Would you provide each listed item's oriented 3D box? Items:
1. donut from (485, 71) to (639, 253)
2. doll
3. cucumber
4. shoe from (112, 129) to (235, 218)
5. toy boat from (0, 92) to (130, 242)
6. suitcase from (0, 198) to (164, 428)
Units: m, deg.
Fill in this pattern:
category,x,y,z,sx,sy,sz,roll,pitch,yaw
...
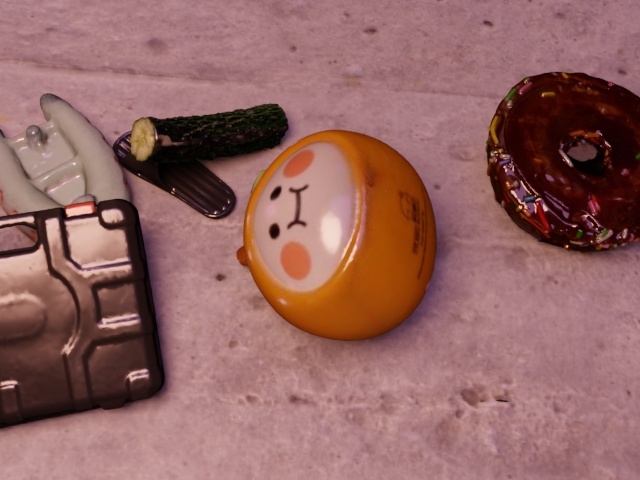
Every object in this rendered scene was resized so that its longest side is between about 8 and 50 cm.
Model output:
category,x,y,z,sx,sy,sz,roll,pitch,yaw
donut,0.300,-0.087,0.928,0.235,0.089,0.235,3,66,-6
doll,0.000,0.000,0.819,0.236,0.213,0.213,-8,58,39
cucumber,-0.121,-0.117,0.878,0.187,0.058,0.058,-15,66,-41
shoe,-0.164,-0.084,0.894,0.159,0.053,0.062,35,70,6
toy boat,-0.288,-0.074,0.862,0.134,0.079,0.207,-28,71,-20
suitcase,-0.306,0.077,0.762,0.286,0.066,0.206,-9,91,-11
